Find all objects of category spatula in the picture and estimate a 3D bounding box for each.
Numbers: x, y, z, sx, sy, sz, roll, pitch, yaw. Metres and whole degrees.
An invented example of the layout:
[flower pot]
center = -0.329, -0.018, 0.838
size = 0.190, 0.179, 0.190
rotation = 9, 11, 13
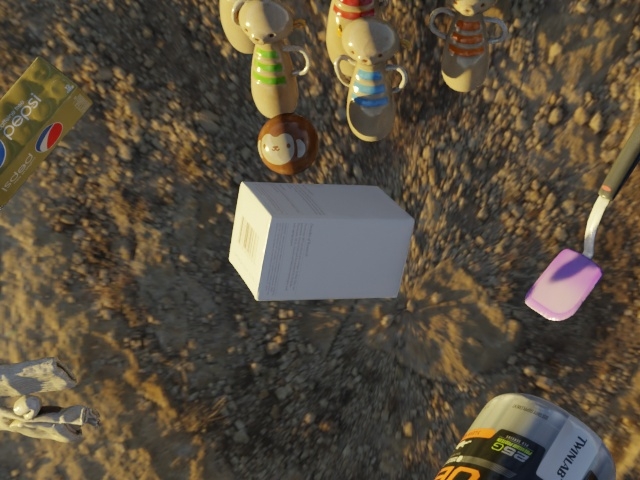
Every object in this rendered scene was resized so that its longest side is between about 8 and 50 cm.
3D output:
[spatula]
center = 0.359, -0.032, 1.288
size = 0.030, 0.084, 0.297
rotation = 17, 104, -35

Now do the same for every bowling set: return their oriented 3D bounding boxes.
[bowling set]
center = 0.012, -0.167, 0.873
size = 0.286, 0.154, 0.200
rotation = 10, 52, 11

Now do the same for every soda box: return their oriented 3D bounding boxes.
[soda box]
center = -0.337, -0.111, 1.106
size = 0.061, 0.058, 0.181
rotation = 38, 84, 11

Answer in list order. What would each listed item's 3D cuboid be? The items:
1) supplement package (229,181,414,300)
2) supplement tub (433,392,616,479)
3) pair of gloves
[supplement package]
center = 0.000, 0.000, 1.153
size = 0.179, 0.105, 0.105
rotation = 0, 114, -24
[supplement tub]
center = 0.216, 0.362, 1.246
size = 0.193, 0.194, 0.316
rotation = 37, 60, 6
[pair of gloves]
center = -0.411, 0.220, 1.337
size = 0.204, 0.240, 0.042
rotation = 0, 59, 3
